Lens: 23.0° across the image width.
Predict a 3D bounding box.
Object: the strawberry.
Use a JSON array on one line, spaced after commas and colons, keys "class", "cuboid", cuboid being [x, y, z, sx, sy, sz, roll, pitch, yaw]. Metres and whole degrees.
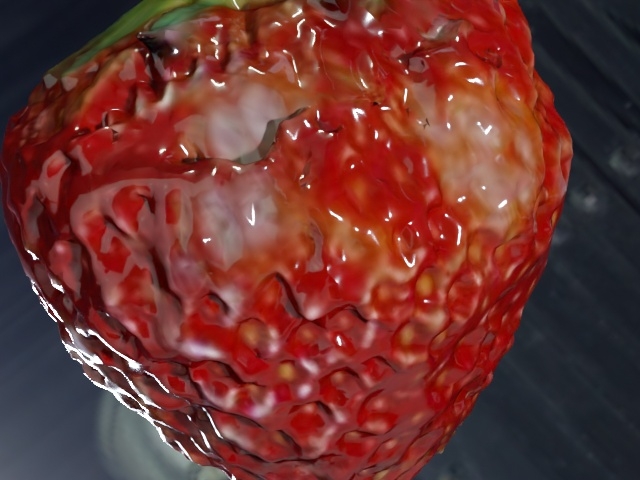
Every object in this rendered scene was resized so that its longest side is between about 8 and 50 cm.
[{"class": "strawberry", "cuboid": [0.002, -0.009, 0.808, 0.310, 0.292, 0.292, 52, -27, -5]}]
